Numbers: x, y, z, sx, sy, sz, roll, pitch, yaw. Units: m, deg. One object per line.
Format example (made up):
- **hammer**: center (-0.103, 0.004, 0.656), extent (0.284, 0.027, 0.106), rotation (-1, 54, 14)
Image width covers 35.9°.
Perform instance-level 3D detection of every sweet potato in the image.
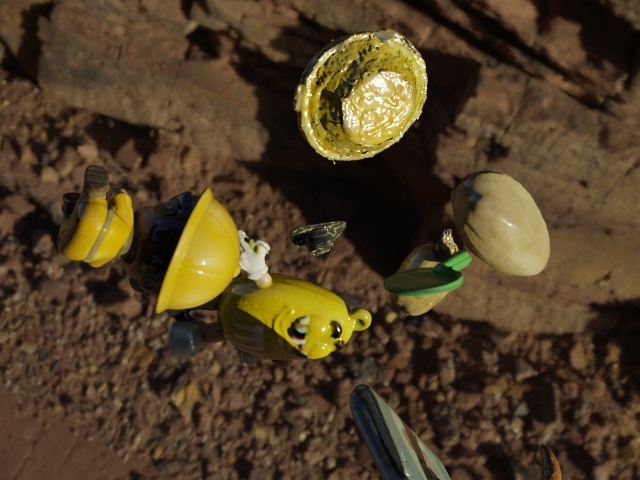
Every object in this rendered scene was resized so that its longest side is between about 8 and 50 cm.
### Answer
- **sweet potato**: center (0.389, 0.479, 1.769), extent (0.078, 0.058, 0.255), rotation (30, 50, 9)

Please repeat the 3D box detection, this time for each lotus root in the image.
- **lotus root**: center (0.240, 0.075, 2.200), extent (0.118, 0.221, 0.125), rotation (44, 14, 25)

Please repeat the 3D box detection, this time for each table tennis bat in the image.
- **table tennis bat**: center (0.237, 0.072, 2.058), extent (0.160, 0.039, 0.257), rotation (5, 19, 37)

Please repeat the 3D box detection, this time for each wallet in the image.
- **wallet**: center (0.182, 0.445, 1.882), extent (0.360, 0.083, 0.252), rotation (48, 12, -43)

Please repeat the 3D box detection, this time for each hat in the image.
- **hat**: center (0.000, 0.000, 1.959), extent (0.121, 0.121, 0.050), rotation (2, 61, -28)

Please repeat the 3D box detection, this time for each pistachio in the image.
- **pistachio**: center (0.301, -0.026, 1.643), extent (0.226, 0.136, 0.136), rotation (43, 31, -30)

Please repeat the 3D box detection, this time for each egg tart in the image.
- **egg tart**: center (0.108, -0.323, 2.281), extent (0.341, 0.341, 0.132), rotation (5, 23, -26)

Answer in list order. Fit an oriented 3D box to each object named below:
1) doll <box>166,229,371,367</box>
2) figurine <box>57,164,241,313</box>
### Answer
- **doll**: center (-0.149, 0.140, 2.054), extent (0.348, 0.423, 0.161), rotation (46, 38, -24)
- **figurine**: center (-0.235, 0.006, 1.381), extent (0.256, 0.192, 0.167), rotation (10, 39, -30)
